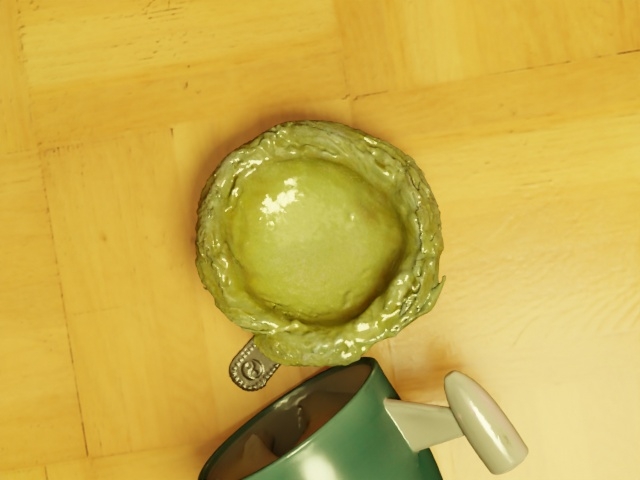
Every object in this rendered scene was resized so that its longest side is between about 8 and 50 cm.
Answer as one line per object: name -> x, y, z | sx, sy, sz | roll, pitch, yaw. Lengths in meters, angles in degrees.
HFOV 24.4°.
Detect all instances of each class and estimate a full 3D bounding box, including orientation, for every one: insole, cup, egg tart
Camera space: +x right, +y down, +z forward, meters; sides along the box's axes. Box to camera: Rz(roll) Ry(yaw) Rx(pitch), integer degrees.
insole -> -0.024, 0.063, 1.170 | 0.045, 0.002, 0.135 | 39, 92, 2
cup -> 0.022, 0.201, 1.097 | 0.299, 0.167, 0.173 | -30, 100, 28
egg tart -> 0.000, 0.000, 1.129 | 0.197, 0.078, 0.197 | 0, 84, 3
